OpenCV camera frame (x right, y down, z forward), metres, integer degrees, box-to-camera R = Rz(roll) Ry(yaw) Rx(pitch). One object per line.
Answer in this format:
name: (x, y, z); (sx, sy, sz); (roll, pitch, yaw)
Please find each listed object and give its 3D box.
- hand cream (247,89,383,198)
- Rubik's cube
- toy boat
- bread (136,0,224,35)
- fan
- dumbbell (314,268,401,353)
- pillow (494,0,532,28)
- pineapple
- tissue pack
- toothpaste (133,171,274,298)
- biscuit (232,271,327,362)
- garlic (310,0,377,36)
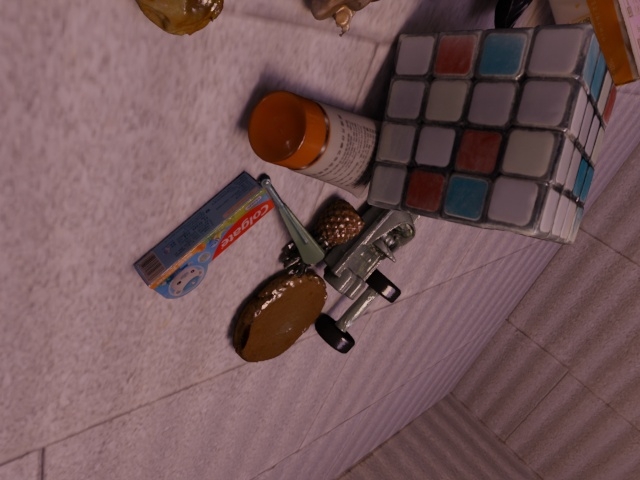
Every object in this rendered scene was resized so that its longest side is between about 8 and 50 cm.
hand cream: (0.032, -0.135, 0.681); (0.314, 0.089, 0.139); (7, 116, -59)
Rubik's cube: (0.255, -0.145, 0.711); (0.256, 0.253, 0.259); (2, 101, -52)
toy boat: (0.135, -0.026, 0.928); (0.319, 0.092, 0.141); (-49, 152, 2)
bread: (-0.156, -0.282, 0.282); (0.077, 0.084, 0.367); (-6, 151, 16)
fan: (-0.044, -0.026, 0.729); (0.038, 0.016, 0.193); (-28, 132, 4)
dumbbell: (0.082, 0.152, 1.065); (0.191, 0.100, 0.100); (-48, 150, 3)
pillow: (0.306, -0.381, 0.737); (0.150, 0.048, 0.090); (-55, 179, -39)
pineapple: (0.000, 0.000, 0.821); (0.159, 0.074, 0.074); (-41, 150, 6)
tissue pack: (0.501, -0.392, 0.820); (0.185, 0.124, 0.225); (-30, 103, -24)
toothpaste: (-0.149, -0.003, 0.649); (0.193, 0.044, 0.070); (-42, 151, -8)
biscuit: (-0.075, 0.144, 0.916); (0.226, 0.042, 0.226); (-32, 146, -25)
garlic: (0.037, -0.283, 0.520); (0.113, 0.094, 0.074); (-44, 110, 6)
